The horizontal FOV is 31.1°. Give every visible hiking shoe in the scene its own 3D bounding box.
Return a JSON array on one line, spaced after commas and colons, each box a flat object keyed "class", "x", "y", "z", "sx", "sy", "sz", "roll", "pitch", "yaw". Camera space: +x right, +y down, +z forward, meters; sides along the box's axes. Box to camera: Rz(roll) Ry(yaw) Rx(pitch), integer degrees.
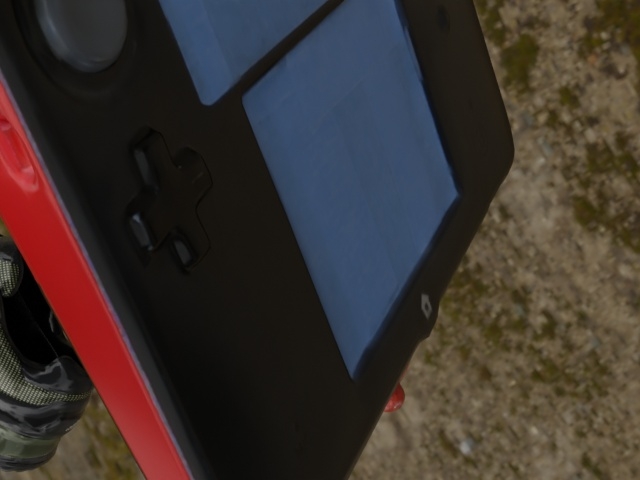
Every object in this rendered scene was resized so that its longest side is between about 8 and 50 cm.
[{"class": "hiking shoe", "x": -0.213, "y": 0.023, "z": 0.687, "sx": 0.227, "sy": 0.086, "sz": 0.114, "roll": 46, "pitch": 107, "yaw": 1}]

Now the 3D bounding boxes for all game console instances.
[{"class": "game console", "x": -0.014, "y": -0.100, "z": 0.493, "sx": 0.060, "sy": 0.386, "sz": 0.342, "roll": -13, "pitch": 113, "yaw": 31}]

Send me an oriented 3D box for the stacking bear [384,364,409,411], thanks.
[{"class": "stacking bear", "x": 0.000, "y": 0.000, "z": 0.893, "sx": 0.175, "sy": 0.164, "sz": 0.289, "roll": 0, "pitch": 115, "yaw": 29}]
